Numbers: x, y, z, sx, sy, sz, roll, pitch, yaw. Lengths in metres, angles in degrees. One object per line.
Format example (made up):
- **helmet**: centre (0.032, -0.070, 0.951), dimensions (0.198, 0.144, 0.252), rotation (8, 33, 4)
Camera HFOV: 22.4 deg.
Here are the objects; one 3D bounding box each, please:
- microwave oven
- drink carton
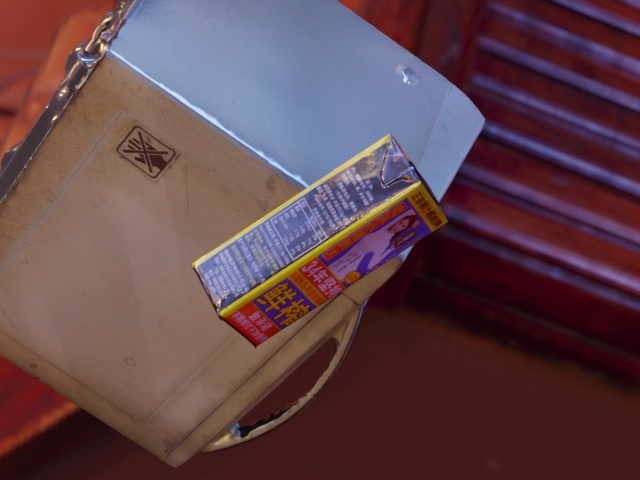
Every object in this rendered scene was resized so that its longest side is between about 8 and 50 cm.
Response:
- **microwave oven**: centre (-0.102, -0.035, 1.412), dimensions (0.394, 0.333, 0.247), rotation (-45, 14, 44)
- **drink carton**: centre (0.000, 0.000, 1.115), dimensions (0.165, 0.056, 0.071), rotation (-34, -28, 5)
